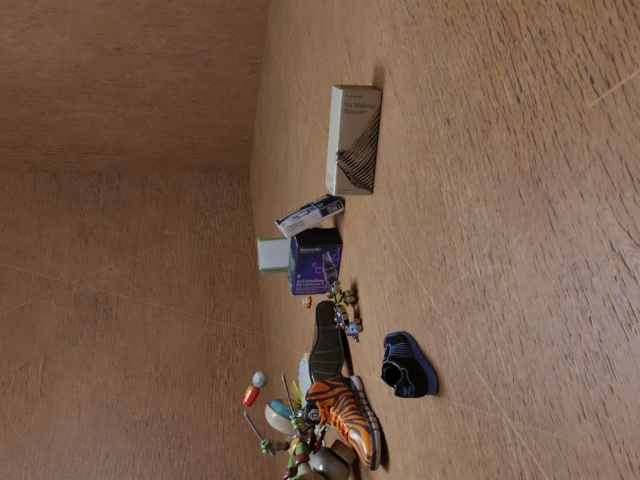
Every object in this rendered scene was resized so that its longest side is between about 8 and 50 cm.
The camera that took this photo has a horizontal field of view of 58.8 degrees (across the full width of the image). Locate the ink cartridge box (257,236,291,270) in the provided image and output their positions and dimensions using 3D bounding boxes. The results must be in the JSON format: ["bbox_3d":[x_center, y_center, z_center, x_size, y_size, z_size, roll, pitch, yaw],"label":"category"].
[{"bbox_3d":[-0.128,0.057,2.144,0.278,0.201,0.117,117,148,-83],"label":"ink cartridge box"}]

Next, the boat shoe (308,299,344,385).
[{"bbox_3d":[0.026,0.348,1.812,0.104,0.111,0.307,85,-169,-55],"label":"boat shoe"}]

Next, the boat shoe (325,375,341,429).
[{"bbox_3d":[0.035,0.486,1.784,0.305,0.109,0.091,-127,33,-75],"label":"boat shoe"}]

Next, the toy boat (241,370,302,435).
[{"bbox_3d":[-0.169,0.664,2.301,0.148,0.318,0.267,-60,-24,-7],"label":"toy boat"}]

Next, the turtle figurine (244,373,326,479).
[{"bbox_3d":[-0.109,0.589,1.639,0.274,0.198,0.266,53,-162,-34],"label":"turtle figurine"}]

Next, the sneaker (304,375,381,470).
[{"bbox_3d":[0.049,0.502,1.556,0.321,0.180,0.124,-117,28,-62],"label":"sneaker"}]

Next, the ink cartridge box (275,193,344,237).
[{"bbox_3d":[-0.044,-0.086,1.847,0.045,0.206,0.208,64,173,-14],"label":"ink cartridge box"}]

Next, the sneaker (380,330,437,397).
[{"bbox_3d":[0.164,0.261,1.218,0.232,0.091,0.081,-134,43,-71],"label":"sneaker"}]

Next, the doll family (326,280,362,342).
[{"bbox_3d":[0.069,0.210,1.680,0.111,0.076,0.193,126,138,-62],"label":"doll family"}]

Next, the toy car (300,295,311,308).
[{"bbox_3d":[-0.065,0.219,2.344,0.060,0.041,0.122,118,148,-65],"label":"toy car"}]

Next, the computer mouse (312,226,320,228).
[{"bbox_3d":[0.000,0.000,2.022,0.193,0.042,0.106,172,97,-77],"label":"computer mouse"}]

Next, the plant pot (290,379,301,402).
[{"bbox_3d":[-0.066,0.615,2.324,0.081,0.081,0.083,105,145,-52],"label":"plant pot"}]

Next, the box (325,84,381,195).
[{"bbox_3d":[0.083,-0.258,1.472,0.094,0.113,0.275,-119,29,-63],"label":"box"}]

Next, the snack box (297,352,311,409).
[{"bbox_3d":[-0.036,0.543,2.191,0.207,0.070,0.174,113,152,-58],"label":"snack box"}]

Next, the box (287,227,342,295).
[{"bbox_3d":[-0.022,0.069,1.880,0.108,0.153,0.207,-110,22,-54],"label":"box"}]

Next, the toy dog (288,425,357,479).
[{"bbox_3d":[0.020,0.710,1.794,0.161,0.220,0.334,51,178,-11],"label":"toy dog"}]
